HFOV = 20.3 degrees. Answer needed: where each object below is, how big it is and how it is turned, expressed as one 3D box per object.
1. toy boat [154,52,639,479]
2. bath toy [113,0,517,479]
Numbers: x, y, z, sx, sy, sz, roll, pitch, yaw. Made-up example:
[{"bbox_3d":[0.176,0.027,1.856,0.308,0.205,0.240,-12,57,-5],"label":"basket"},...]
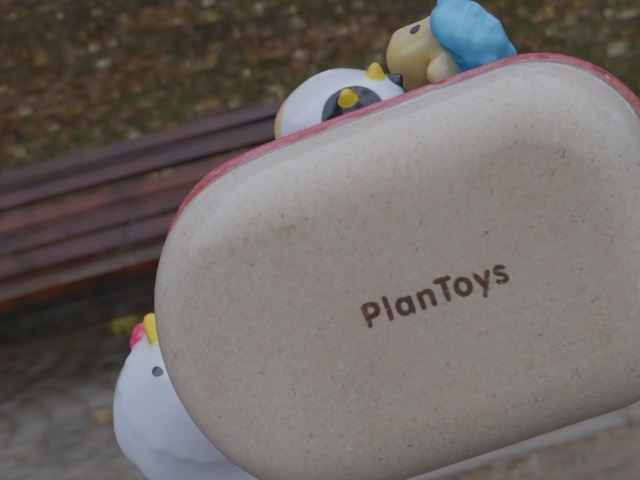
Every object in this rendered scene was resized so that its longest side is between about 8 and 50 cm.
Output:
[{"bbox_3d":[0.045,0.012,0.770,0.231,0.151,0.151,-19,5,11],"label":"toy boat"},{"bbox_3d":[0.000,0.000,1.067,0.348,0.151,0.129,-49,-9,-32],"label":"bath toy"}]
